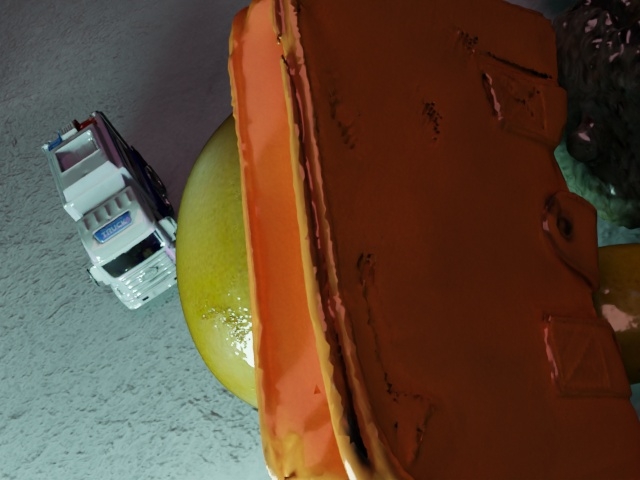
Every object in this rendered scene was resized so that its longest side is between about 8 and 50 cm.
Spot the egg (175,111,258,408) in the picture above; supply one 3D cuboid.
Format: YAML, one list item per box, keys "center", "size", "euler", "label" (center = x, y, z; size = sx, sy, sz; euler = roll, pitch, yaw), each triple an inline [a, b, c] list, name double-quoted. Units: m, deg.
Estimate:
- center: [0.000, 0.000, 0.815]
  size: [0.282, 0.282, 0.351]
  euler: [-2, 55, 29]
  label: "egg"

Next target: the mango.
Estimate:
- center: [0.285, 0.066, 0.729]
  size: [0.195, 0.098, 0.137]
  euler: [1, 48, 23]
  label: "mango"

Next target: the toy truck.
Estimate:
- center: [-0.273, -0.045, 1.109]
  size: [0.124, 0.155, 0.268]
  euler: [-34, 43, -2]
  label: "toy truck"

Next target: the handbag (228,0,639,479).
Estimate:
- center: [0.090, -0.007, 0.626]
  size: [0.116, 0.303, 0.410]
  euler: [-30, 62, 51]
  label: "handbag"

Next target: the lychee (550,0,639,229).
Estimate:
- center: [0.328, -0.136, 0.770]
  size: [0.274, 0.255, 0.255]
  euler: [-33, 41, -18]
  label: "lychee"
